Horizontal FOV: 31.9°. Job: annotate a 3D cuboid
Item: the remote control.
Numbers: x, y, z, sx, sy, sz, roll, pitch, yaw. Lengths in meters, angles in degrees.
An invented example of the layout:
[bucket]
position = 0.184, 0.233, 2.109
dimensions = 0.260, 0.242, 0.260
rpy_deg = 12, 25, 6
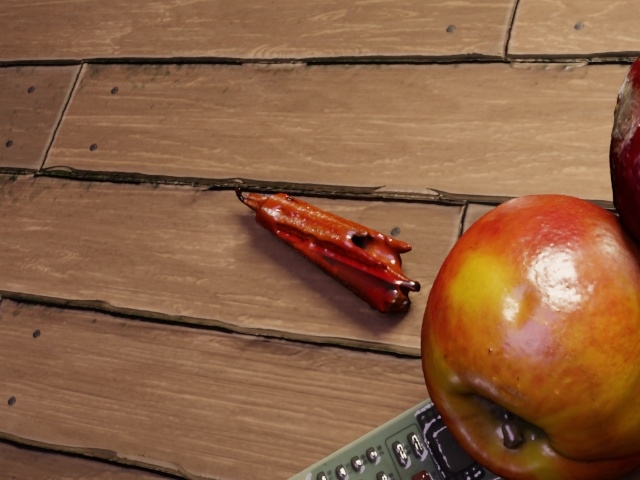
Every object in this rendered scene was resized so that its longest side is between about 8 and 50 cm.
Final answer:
[remote control]
position = 0.066, 0.261, 1.183
dimensions = 0.285, 0.038, 0.123
rpy_deg = -30, 56, 12

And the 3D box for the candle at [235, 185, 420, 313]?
[candle]
position = 0.000, 0.000, 1.340
dimensions = 0.302, 0.059, 0.084
rpy_deg = 27, 71, 36

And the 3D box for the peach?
[peach]
position = 0.229, 0.093, 1.066
dimensions = 0.281, 0.238, 0.281
rpy_deg = 9, 52, -12

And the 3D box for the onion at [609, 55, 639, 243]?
[onion]
position = 0.454, -0.136, 0.935
dimensions = 0.398, 0.420, 0.398
rpy_deg = 2, 39, -2
